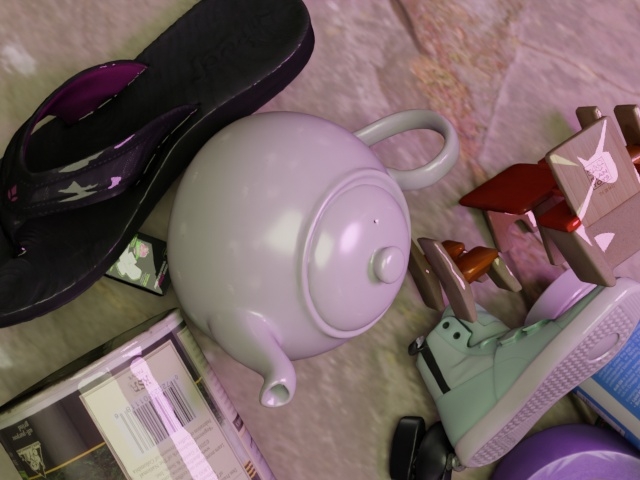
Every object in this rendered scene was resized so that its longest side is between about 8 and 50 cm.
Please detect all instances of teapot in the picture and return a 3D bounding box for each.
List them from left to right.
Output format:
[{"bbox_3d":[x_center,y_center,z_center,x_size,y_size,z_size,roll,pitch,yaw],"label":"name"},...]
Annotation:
[{"bbox_3d":[0.000,0.000,1.071,0.253,0.187,0.256,-4,102,-50],"label":"teapot"}]

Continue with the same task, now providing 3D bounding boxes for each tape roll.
[{"bbox_3d":[0.267,0.289,1.188,0.189,0.080,0.189,-1,102,-2],"label":"tape roll"}]

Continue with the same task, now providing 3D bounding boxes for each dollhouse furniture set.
[{"bbox_3d":[0.217,-0.047,1.123,0.262,0.259,0.135,-33,104,-12],"label":"dollhouse furniture set"}]

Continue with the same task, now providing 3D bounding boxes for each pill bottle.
[{"bbox_3d":[0.317,0.126,1.169,0.124,0.124,0.221,-43,66,-10],"label":"pill bottle"}]

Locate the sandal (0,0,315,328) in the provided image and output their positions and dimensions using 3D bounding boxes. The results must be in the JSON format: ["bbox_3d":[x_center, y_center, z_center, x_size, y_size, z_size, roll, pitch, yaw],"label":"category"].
[{"bbox_3d":[-0.195,-0.109,1.090,0.168,0.107,0.446,35,73,28],"label":"sandal"}]

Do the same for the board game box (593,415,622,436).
[{"bbox_3d":[0.456,0.135,1.272,0.214,0.046,0.317,31,82,-9],"label":"board game box"}]

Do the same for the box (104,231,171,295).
[{"bbox_3d":[-0.184,0.018,1.139,0.083,0.062,0.052,22,82,-9],"label":"box"}]

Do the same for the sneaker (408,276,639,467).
[{"bbox_3d":[0.189,0.088,1.134,0.094,0.151,0.256,10,130,-46],"label":"sneaker"}]

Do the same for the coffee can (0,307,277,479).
[{"bbox_3d":[-0.148,0.228,1.068,0.202,0.201,0.275,-30,93,-11],"label":"coffee can"}]

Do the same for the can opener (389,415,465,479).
[{"bbox_3d":[0.110,0.275,1.200,0.059,0.073,0.186,3,91,-50],"label":"can opener"}]
